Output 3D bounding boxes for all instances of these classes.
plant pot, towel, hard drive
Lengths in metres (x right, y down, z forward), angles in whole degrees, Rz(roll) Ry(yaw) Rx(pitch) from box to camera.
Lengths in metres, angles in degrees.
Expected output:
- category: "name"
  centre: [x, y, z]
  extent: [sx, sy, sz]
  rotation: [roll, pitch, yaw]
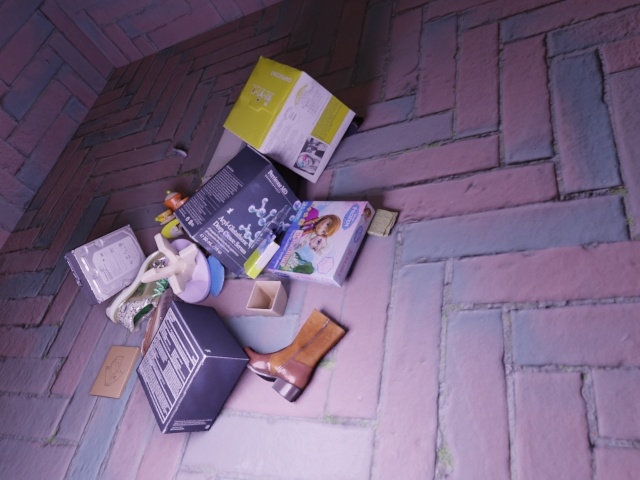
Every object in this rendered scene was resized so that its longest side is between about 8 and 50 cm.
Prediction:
- category: "plant pot"
  centre: [-0.174, 0.212, 1.623]
  extent: [0.108, 0.096, 0.109]
  rotation: [-2, 56, 30]
- category: "towel"
  centre: [0.195, -0.066, 1.658]
  extent: [0.148, 0.027, 0.110]
  rotation: [13, 65, 37]
- category: "hard drive"
  centre: [-0.875, 0.093, 1.944]
  extent: [0.064, 0.237, 0.339]
  rotation: [-16, 13, 23]

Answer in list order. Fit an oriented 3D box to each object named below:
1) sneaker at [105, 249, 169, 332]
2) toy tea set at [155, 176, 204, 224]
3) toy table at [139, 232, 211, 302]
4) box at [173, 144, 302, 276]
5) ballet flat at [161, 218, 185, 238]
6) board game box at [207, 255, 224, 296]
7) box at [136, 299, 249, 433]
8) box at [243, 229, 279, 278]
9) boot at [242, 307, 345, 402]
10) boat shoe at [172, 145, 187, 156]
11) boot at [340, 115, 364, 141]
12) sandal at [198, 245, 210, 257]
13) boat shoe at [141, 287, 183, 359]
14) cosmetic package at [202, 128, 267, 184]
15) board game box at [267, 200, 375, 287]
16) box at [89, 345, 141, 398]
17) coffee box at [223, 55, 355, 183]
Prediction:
- category: "sneaker"
  centre: [-0.686, 0.213, 1.929]
  extent: [0.182, 0.158, 0.410]
  rotation: [34, 82, 29]
- category: "toy tea set"
  centre: [-0.621, -0.207, 2.139]
  extent: [0.335, 0.124, 0.200]
  rotation: [-27, 14, 17]
- category: "toy table"
  centre: [-0.546, 0.104, 1.799]
  extent: [0.252, 0.161, 0.274]
  rotation: [-41, 69, 4]
- category: "box"
  centre: [-0.306, -0.113, 1.816]
  extent: [0.395, 0.293, 0.212]
  rotation: [-45, 46, -5]
- category: "ballet flat"
  centre: [-0.634, -0.072, 2.140]
  extent: [0.230, 0.077, 0.077]
  rotation: [-36, 50, 0]
- category: "board game box"
  centre: [-0.411, 0.138, 1.843]
  extent: [0.168, 0.033, 0.133]
  rotation: [41, 115, 43]
- category: "box"
  centre: [-0.420, 0.404, 1.509]
  extent: [0.296, 0.182, 0.294]
  rotation: [41, 106, 43]
- category: "box"
  centre: [-0.219, 0.051, 1.767]
  extent: [0.178, 0.042, 0.109]
  rotation: [-51, 22, 3]
- category: "boot"
  centre: [-0.097, 0.328, 1.488]
  extent: [0.264, 0.096, 0.281]
  rotation: [24, 70, 42]
- category: "boat shoe"
  centre: [-0.774, -0.497, 2.569]
  extent: [0.142, 0.049, 0.040]
  rotation: [24, 71, 43]
- category: "boot"
  centre: [0.091, -0.480, 2.028]
  extent: [0.219, 0.082, 0.106]
  rotation: [-8, 26, 39]
- category: "sandal"
  centre: [-0.493, 0.044, 1.987]
  extent: [0.072, 0.049, 0.180]
  rotation: [0, 42, 25]
- category: "boat shoe"
  centre: [-0.620, 0.326, 1.795]
  extent: [0.116, 0.123, 0.325]
  rotation: [-22, 42, 25]
- category: "cosmetic package"
  centre: [-0.372, -0.357, 2.114]
  extent: [0.155, 0.197, 0.366]
  rotation: [-4, 56, 29]
- category: "board game box"
  centre: [0.000, 0.000, 1.679]
  extent: [0.317, 0.066, 0.319]
  rotation: [4, 59, 41]
- category: "box"
  centre: [-0.806, 0.515, 1.830]
  extent: [0.164, 0.021, 0.201]
  rotation: [-5, 54, 29]
- category: "coffee box"
  centre: [-0.133, -0.500, 1.916]
  extent: [0.337, 0.334, 0.338]
  rotation: [39, 101, 44]
